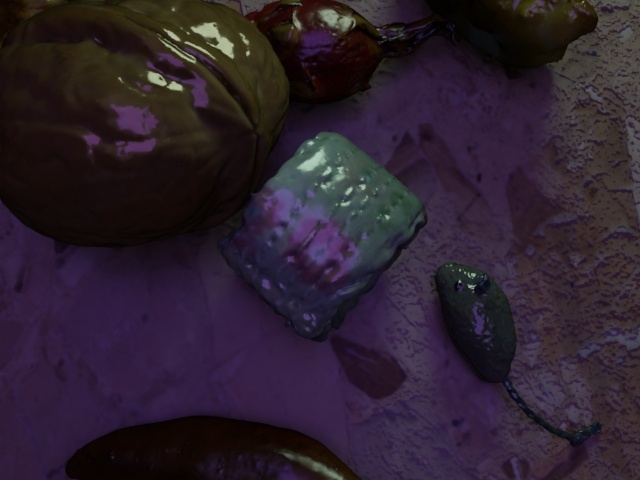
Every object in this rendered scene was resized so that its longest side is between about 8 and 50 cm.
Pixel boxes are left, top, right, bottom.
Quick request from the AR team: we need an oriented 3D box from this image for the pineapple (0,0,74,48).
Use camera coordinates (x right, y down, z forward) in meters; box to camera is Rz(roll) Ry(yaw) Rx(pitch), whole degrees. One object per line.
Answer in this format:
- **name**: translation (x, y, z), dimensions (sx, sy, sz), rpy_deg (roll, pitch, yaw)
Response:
- **pineapple**: translation (-0.365, -0.252, 1.167), dimensions (0.225, 0.076, 0.224), rpy_deg (-7, 110, -20)

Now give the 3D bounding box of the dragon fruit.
- **dragon fruit**: translation (0.029, -0.217, 1.177), dimensions (0.246, 0.125, 0.125), rpy_deg (-8, 82, -5)

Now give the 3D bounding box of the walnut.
- **walnut**: translation (-0.187, -0.121, 1.070), dimensions (0.313, 0.277, 0.252), rpy_deg (5, 101, 34)

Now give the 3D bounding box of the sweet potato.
- **sweet potato**: translation (-0.089, 0.240, 1.122), dimensions (0.359, 0.112, 0.112), rpy_deg (10, 82, 17)

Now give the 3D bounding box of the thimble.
- **thimble**: translation (0.000, 0.000, 1.106), dimensions (0.149, 0.185, 0.211), rpy_deg (42, 46, 5)

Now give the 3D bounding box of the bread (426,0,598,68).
- **bread**: translation (0.179, -0.272, 1.165), dimensions (0.233, 0.161, 0.088), rpy_deg (44, 74, 4)

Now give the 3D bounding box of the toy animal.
- **toy animal**: translation (0.205, 0.131, 1.167), dimensions (0.079, 0.070, 0.253), rpy_deg (-36, 88, 10)
